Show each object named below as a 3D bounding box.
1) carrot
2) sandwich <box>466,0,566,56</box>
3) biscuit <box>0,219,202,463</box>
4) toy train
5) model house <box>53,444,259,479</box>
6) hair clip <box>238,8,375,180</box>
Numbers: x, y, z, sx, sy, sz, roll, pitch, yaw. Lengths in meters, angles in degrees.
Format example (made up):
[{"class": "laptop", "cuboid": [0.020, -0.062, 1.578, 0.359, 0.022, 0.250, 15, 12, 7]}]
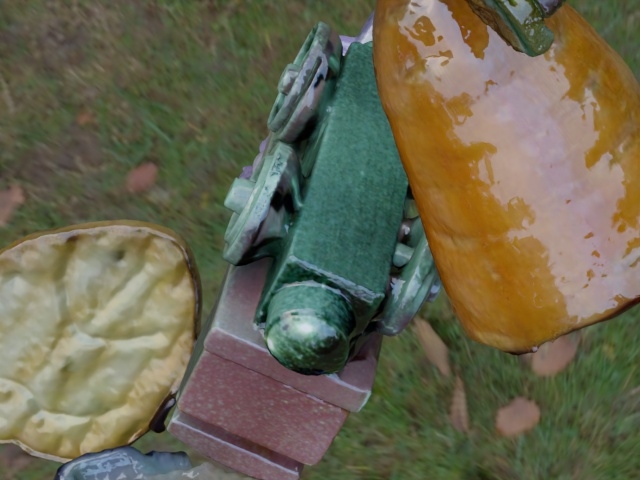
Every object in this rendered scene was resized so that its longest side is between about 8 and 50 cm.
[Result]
[{"class": "carrot", "cuboid": [0.095, -0.064, 0.883, 0.159, 0.159, 0.225, -35, 113, 1]}, {"class": "sandwich", "cuboid": [0.059, -0.140, 0.766, 0.029, 0.067, 0.135, -42, 54, -12]}, {"class": "biscuit", "cuboid": [-0.195, 0.078, 1.306, 0.203, 0.041, 0.260, 42, 114, -11]}, {"class": "toy train", "cuboid": [0.000, 0.000, 1.113, 0.150, 0.221, 0.304, 24, 42, -6]}, {"class": "model house", "cuboid": [-0.138, 0.322, 1.260, 0.284, 0.243, 0.298, 17, 42, 10]}, {"class": "hair clip", "cuboid": [-0.007, -0.112, 1.612, 0.084, 0.106, 0.292, 37, 90, -15]}]
